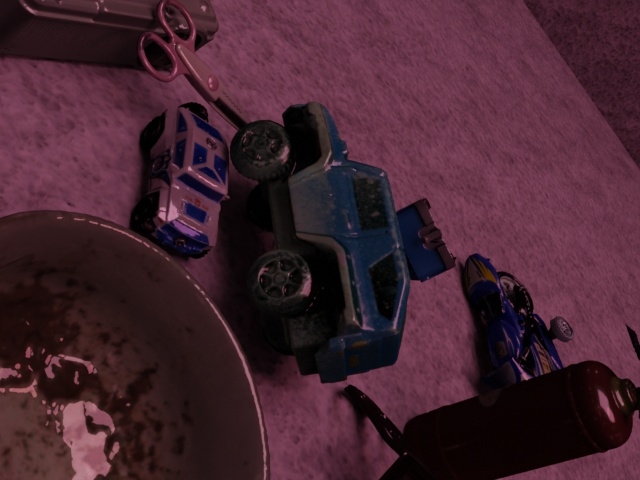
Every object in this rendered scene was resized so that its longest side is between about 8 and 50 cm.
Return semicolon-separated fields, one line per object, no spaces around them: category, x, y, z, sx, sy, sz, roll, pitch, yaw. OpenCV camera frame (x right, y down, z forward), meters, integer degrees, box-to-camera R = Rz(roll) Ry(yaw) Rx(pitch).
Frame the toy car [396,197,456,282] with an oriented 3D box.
toy car;0.112;0.010;1.080;0.097;0.100;0.191;64;-2;2

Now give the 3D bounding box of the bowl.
bowl;-0.180;0.139;0.533;0.289;0.146;0.289;36;41;-39

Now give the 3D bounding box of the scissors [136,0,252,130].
scissors;-0.121;-0.165;0.835;0.176;0.022;0.085;47;54;-44

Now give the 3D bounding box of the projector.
projector;-0.232;-0.279;0.811;0.256;0.099;0.192;-11;78;-57

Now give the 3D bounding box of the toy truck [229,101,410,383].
toy truck;0.000;0.000;0.841;0.155;0.156;0.279;83;-1;-64

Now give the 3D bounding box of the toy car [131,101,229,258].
toy car;-0.135;-0.068;0.822;0.080;0.070;0.171;31;44;-39

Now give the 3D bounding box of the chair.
chair;0.075;0.266;0.861;0.106;0.113;0.229;48;-8;-38

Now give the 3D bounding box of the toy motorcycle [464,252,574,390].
toy motorcycle;0.301;0.158;1.247;0.169;0.113;0.315;21;41;-35

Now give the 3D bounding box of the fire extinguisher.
fire extinguisher;0.262;0.190;0.939;0.102;0.344;0.138;36;40;-36
